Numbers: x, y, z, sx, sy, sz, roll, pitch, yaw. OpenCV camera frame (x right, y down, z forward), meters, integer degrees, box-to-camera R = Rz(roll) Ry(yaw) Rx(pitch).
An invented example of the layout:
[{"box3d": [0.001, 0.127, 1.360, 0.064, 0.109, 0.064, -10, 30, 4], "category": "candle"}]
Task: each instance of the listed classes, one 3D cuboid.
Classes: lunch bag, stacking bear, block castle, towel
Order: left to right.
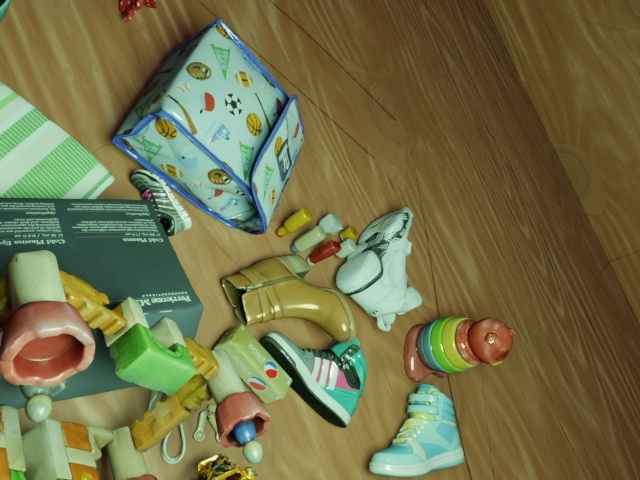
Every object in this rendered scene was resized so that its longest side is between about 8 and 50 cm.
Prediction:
[{"box3d": [-0.602, -0.152, 0.974, 0.325, 0.038, 0.247, 40, 54, -16], "category": "towel"}, {"box3d": [-0.298, 0.249, 0.669, 0.213, 0.303, 0.453, 50, 0, 40], "category": "block castle"}, {"box3d": [-0.207, -0.244, 1.172, 0.385, 0.239, 0.327, 44, 51, -34], "category": "lunch bag"}, {"box3d": [0.380, 0.281, 1.348, 0.176, 0.289, 0.164, 3, 72, -35], "category": "stacking bear"}]

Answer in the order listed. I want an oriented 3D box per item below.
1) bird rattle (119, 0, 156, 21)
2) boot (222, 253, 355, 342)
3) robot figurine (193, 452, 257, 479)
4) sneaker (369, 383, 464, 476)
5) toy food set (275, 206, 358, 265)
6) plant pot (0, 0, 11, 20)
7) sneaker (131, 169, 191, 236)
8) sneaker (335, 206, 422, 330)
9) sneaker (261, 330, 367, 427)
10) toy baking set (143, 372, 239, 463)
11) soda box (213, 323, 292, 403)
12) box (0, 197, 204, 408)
[{"box3d": [-0.476, -0.654, 1.155, 0.143, 0.207, 0.253, -23, 78, -21], "category": "bird rattle"}, {"box3d": [-0.072, 0.149, 1.144, 0.220, 0.109, 0.283, -16, 59, -41], "category": "boot"}, {"box3d": [-0.244, 0.484, 0.886, 0.291, 0.211, 0.085, -27, 97, -29], "category": "robot figurine"}, {"box3d": [0.234, 0.478, 1.281, 0.319, 0.127, 0.208, 11, 69, -43], "category": "sneaker"}, {"box3d": [0.000, 0.000, 1.328, 0.232, 0.105, 0.111, 15, 50, -50], "category": "toy food set"}, {"box3d": [-0.721, -0.452, 0.896, 0.290, 0.195, 0.289, 13, 66, -32], "category": "plant pot"}, {"box3d": [-0.360, -0.077, 1.099, 0.170, 0.063, 0.074, 53, 46, -14], "category": "sneaker"}, {"box3d": [0.194, 0.075, 1.400, 0.210, 0.137, 0.365, 54, 47, -17], "category": "sneaker"}, {"box3d": [0.008, 0.279, 1.188, 0.295, 0.124, 0.178, 51, 56, -17], "category": "sneaker"}, {"box3d": [-0.268, 0.338, 1.031, 0.256, 0.030, 0.196, -8, 78, -37], "category": "toy baking set"}, {"box3d": [-0.147, 0.273, 1.105, 0.181, 0.061, 0.058, 51, 35, -15], "category": "soda box"}, {"box3d": [-0.421, 0.085, 0.832, 0.344, 0.178, 0.312, -2, 37, -36], "category": "box"}]
